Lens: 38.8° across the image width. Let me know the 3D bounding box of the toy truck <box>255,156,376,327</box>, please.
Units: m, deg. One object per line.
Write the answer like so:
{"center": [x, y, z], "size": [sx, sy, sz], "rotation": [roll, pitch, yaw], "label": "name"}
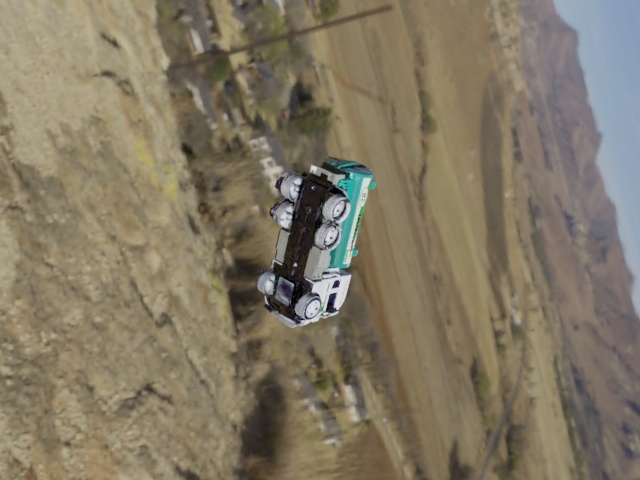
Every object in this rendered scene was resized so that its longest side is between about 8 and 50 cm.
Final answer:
{"center": [0.000, 0.000, 0.458], "size": [0.044, 0.039, 0.083], "rotation": [-6, 117, -47], "label": "toy truck"}
